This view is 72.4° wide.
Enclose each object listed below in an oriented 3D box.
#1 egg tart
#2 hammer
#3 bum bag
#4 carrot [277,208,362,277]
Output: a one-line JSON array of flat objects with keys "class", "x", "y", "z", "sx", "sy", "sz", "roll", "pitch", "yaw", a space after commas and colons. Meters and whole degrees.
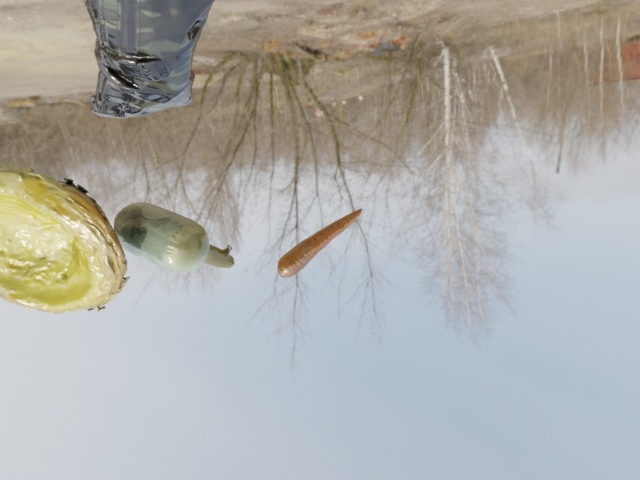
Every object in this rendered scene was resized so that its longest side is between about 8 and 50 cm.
[{"class": "egg tart", "x": -0.483, "y": -0.006, "z": 0.771, "sx": 0.315, "sy": 0.315, "sz": 0.120, "roll": -6, "pitch": -147, "yaw": 7}, {"class": "hammer", "x": -0.276, "y": 0.017, "z": 0.947, "sx": 0.202, "sy": 0.113, "sz": 0.305, "roll": 23, "pitch": 176, "yaw": 27}, {"class": "bum bag", "x": -0.211, "y": -0.231, "z": 0.539, "sx": 0.144, "sy": 0.095, "sz": 0.340, "roll": -8, "pitch": 171, "yaw": -27}, {"class": "carrot", "x": 0.000, "y": 0.000, "z": 0.886, "sx": 0.216, "sy": 0.048, "sz": 0.048, "roll": -38, "pitch": -158, "yaw": -4}]
